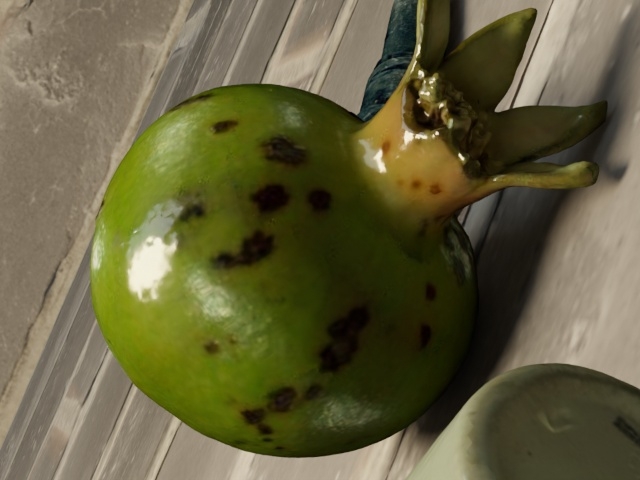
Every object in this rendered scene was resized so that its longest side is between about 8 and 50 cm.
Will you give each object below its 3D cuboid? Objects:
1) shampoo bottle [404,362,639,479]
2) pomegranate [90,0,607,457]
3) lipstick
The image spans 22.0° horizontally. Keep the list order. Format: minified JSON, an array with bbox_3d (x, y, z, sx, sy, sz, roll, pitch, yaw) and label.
[{"bbox_3d":[0.014,0.145,0.456,0.262,0.085,0.085,-57,15,37],"label":"shampoo bottle"},{"bbox_3d":[0.007,-0.010,0.646,0.220,0.156,0.156,-46,15,7],"label":"pomegranate"},{"bbox_3d":[0.040,-0.077,0.840,0.053,0.053,0.234,-58,13,34],"label":"lipstick"}]
